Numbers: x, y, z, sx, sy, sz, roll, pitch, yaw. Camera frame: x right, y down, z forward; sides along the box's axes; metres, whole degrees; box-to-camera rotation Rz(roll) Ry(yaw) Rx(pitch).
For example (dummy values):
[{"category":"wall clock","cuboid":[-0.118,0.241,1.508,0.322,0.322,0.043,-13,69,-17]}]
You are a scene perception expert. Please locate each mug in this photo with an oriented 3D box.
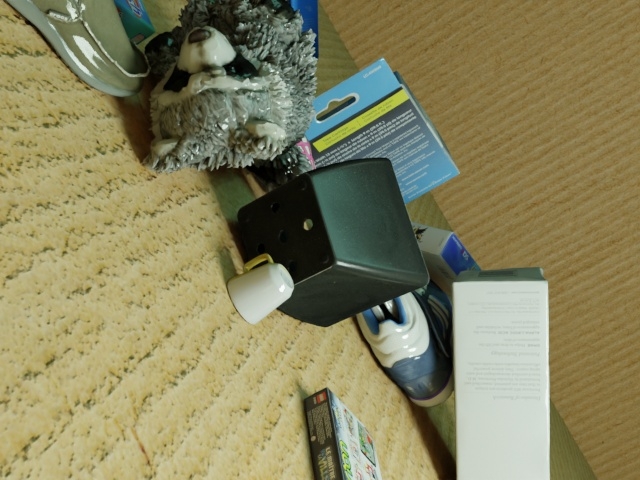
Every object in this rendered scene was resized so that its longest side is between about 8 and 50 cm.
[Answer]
[{"category":"mug","cuboid":[-0.070,0.051,1.052,0.078,0.064,0.062,64,15,15]}]

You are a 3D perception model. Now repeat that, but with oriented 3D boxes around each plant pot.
[{"category":"plant pot","cuboid":[0.000,0.000,1.163,0.167,0.188,0.188,6,63,-54]}]

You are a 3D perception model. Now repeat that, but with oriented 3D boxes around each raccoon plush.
[{"category":"raccoon plush","cuboid":[-0.067,-0.120,1.165,0.446,0.216,0.299,48,26,-43]}]

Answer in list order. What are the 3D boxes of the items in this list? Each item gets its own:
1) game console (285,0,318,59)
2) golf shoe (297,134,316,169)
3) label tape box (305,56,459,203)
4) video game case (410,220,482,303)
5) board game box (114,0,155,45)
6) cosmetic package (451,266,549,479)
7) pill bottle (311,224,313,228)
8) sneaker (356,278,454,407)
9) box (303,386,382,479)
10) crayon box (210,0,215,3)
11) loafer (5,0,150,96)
[{"category":"game console","cuboid":[-0.106,-0.452,1.683,0.293,0.173,0.250,-59,150,-73]},{"category":"golf shoe","cuboid":[-0.044,-0.135,1.517,0.186,0.067,0.086,60,15,-2]},{"category":"label tape box","cuboid":[0.085,-0.203,1.729,0.348,0.249,0.115,48,19,-41]},{"category":"video game case","cuboid":[0.206,0.050,1.748,0.244,0.061,0.269,15,-23,42]},{"category":"board game box","cuboid":[-0.299,-0.345,1.080,0.160,0.047,0.210,65,14,18]},{"category":"cosmetic package","cuboid":[0.303,0.247,1.477,0.217,0.156,0.385,-21,108,-77]},{"category":"pill bottle","cuboid":[0.036,-0.002,1.538,0.116,0.065,0.065,39,25,-58]},{"category":"sneaker","cuboid":[0.143,0.110,1.546,0.236,0.130,0.323,57,19,-34]},{"category":"box","cuboid":[0.035,0.281,1.019,0.114,0.036,0.207,51,17,-34]},{"category":"crayon box","cuboid":[-0.163,-0.460,1.724,0.323,0.083,0.203,40,25,-53]},{"category":"loafer","cuboid":[-0.258,-0.250,0.945,0.251,0.087,0.094,44,21,-49]}]
